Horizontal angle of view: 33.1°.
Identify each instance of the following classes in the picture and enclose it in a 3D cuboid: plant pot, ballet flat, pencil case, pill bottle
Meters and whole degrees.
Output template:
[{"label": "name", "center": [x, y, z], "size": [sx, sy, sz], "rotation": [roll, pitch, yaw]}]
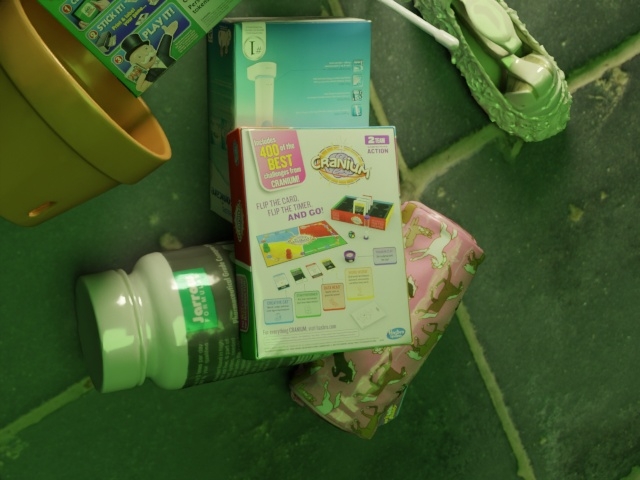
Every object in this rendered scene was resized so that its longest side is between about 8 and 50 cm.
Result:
[{"label": "plant pot", "center": [-0.365, -0.156, 1.398], "size": [0.203, 0.291, 0.291], "rotation": [-38, 117, 8]}, {"label": "ballet flat", "center": [0.292, -0.294, 1.730], "size": [0.409, 0.147, 0.147], "rotation": [42, 84, -28]}, {"label": "pencil case", "center": [0.104, 0.130, 1.733], "size": [0.160, 0.167, 0.386], "rotation": [32, 90, -22]}, {"label": "pill bottle", "center": [-0.162, 0.106, 1.584], "size": [0.361, 0.204, 0.204], "rotation": [-10, 107, -23]}]

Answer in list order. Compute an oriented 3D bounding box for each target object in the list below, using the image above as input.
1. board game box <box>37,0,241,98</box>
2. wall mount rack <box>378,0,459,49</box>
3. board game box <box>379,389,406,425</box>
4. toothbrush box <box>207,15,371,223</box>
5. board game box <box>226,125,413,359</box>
[{"label": "board game box", "center": [-0.197, -0.366, 1.398], "size": [0.317, 0.046, 0.213], "rotation": [-42, 127, 3]}, {"label": "wall mount rack", "center": [0.069, -0.411, 1.474], "size": [0.350, 0.130, 0.304], "rotation": [17, 59, -64]}, {"label": "board game box", "center": [0.100, 0.248, 1.839], "size": [0.133, 0.033, 0.169], "rotation": [16, 97, -27]}, {"label": "toothbrush box", "center": [-0.047, -0.182, 1.604], "size": [0.216, 0.126, 0.296], "rotation": [-7, 106, -23]}, {"label": "board game box", "center": [0.000, 0.000, 1.514], "size": [0.242, 0.064, 0.317], "rotation": [-2, 86, -23]}]
